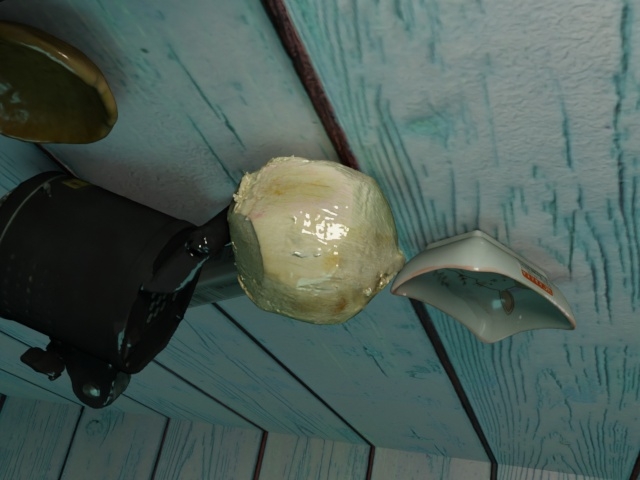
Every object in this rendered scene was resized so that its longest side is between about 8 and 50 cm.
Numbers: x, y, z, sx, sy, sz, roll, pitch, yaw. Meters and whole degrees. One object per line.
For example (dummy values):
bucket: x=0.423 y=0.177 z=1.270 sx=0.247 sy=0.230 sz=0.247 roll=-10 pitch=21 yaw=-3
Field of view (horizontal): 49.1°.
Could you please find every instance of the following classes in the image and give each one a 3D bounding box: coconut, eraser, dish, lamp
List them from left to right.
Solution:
lamp: x=-0.289 y=0.027 z=0.890 sx=0.272 sy=0.205 sz=0.374 roll=38 pitch=118 yaw=0
eraser: x=-0.149 y=0.040 z=1.017 sx=0.061 sy=0.089 sz=0.352 roll=33 pitch=147 yaw=-33
coconut: x=0.000 y=0.003 z=0.772 sx=0.194 sy=0.194 sz=0.194 roll=10 pitch=155 yaw=5
dish: x=0.212 y=0.056 z=0.904 sx=0.212 sy=0.077 sz=0.151 roll=28 pitch=149 yaw=-31

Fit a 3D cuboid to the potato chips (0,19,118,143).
potato chips: x=-0.294 y=-0.161 z=0.687 sx=0.195 sy=0.062 sz=0.208 roll=24 pitch=152 yaw=-31
